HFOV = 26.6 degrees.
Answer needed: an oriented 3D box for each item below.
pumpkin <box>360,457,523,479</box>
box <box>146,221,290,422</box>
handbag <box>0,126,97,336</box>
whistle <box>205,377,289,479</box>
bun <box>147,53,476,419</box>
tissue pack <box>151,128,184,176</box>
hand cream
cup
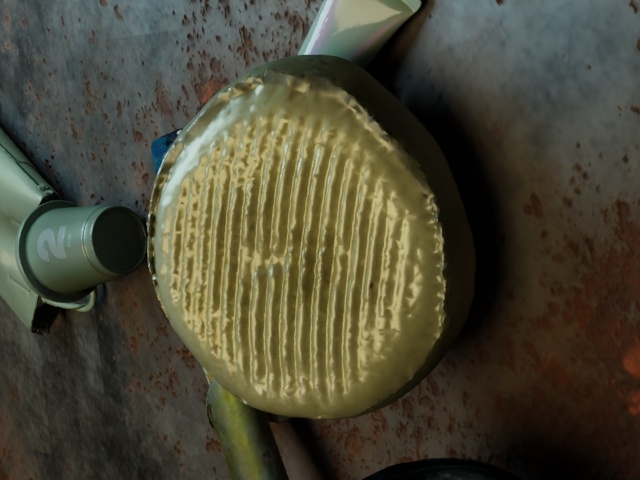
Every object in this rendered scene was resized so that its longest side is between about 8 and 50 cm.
[{"bbox_3d":[0.128,0.294,0.987,0.296,0.296,0.295,29,128,46],"label":"pumpkin"},{"bbox_3d":[-0.100,0.076,1.359,0.122,0.032,0.220,-3,110,56],"label":"box"},{"bbox_3d":[-0.391,-0.010,1.701,0.315,0.109,0.241,46,141,32],"label":"handbag"},{"bbox_3d":[-0.041,0.274,1.276,0.068,0.057,0.326,94,156,-64],"label":"whistle"},{"bbox_3d":[0.000,0.000,1.086,0.287,0.146,0.287,4,98,25],"label":"bun"},{"bbox_3d":[-0.144,-0.043,1.398,0.085,0.028,0.138,-9,94,57],"label":"tissue pack"},{"bbox_3d":[0.011,-0.150,1.104,0.078,0.050,0.205,46,138,11],"label":"hand cream"},{"bbox_3d":[-0.264,0.010,1.529,0.141,0.120,0.120,-6,100,44],"label":"cup"}]
